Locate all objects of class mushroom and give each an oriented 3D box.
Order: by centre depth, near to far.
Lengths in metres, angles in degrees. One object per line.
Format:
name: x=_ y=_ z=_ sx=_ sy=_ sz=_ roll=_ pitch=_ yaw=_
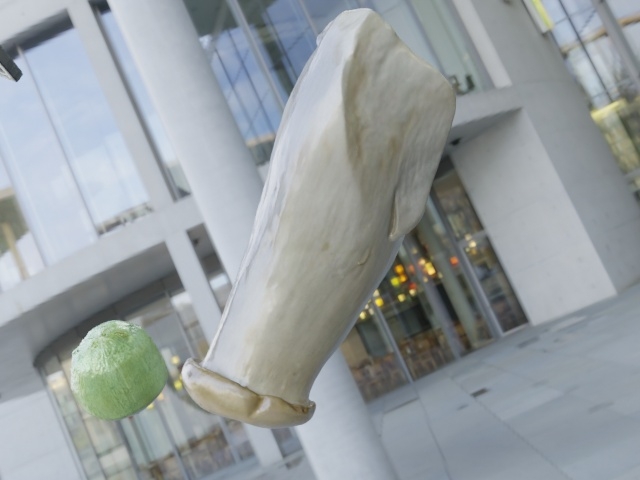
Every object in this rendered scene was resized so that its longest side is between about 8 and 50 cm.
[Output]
mushroom: x=0.002 y=-0.005 z=0.476 sx=0.108 sy=0.096 sz=0.247 roll=-80 pitch=13 yaw=-80

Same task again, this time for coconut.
coconut: x=-0.182 y=0.120 z=0.729 sx=0.088 sy=0.096 sz=0.088 roll=-9 pitch=28 yaw=5

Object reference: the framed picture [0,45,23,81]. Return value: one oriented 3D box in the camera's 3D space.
framed picture: x=-0.501 y=-0.296 z=1.002 sx=0.260 sy=0.189 sz=0.023 roll=71 pitch=-139 yaw=-69
